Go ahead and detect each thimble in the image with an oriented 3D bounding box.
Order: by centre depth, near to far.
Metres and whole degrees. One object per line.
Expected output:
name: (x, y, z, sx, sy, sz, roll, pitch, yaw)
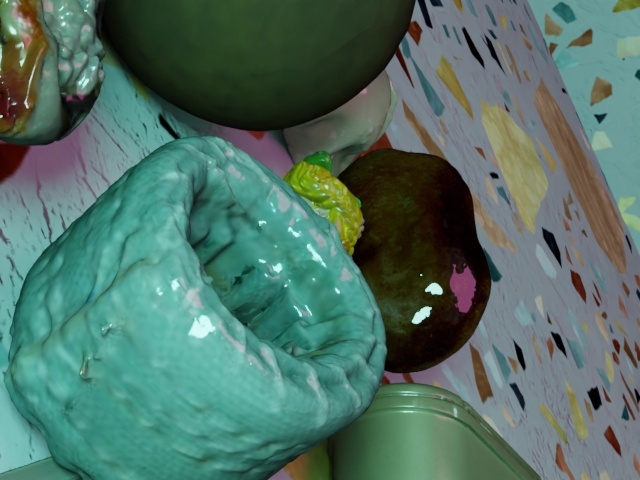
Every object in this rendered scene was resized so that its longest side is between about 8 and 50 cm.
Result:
thimble: (-0.075, 0.051, 0.737, 0.198, 0.143, 0.235, 55, 22, 12)

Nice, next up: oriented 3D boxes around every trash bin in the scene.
trash bin: (0.097, 0.267, 0.955, 0.243, 0.121, 0.247, 46, 32, -37)

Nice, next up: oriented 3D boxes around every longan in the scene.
longan: (-0.049, -0.203, 0.951, 0.258, 0.258, 0.258, 46, 30, -37)

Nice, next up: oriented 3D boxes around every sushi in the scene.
sushi: (-0.192, -0.174, 0.767, 0.130, 0.124, 0.332, 39, 36, -46)

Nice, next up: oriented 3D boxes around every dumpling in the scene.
dumpling: (0.011, -0.113, 1.194, 0.169, 0.100, 0.134, -28, 132, -81)

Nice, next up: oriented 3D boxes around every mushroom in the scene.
mushroom: (0.096, 0.050, 1.180, 0.217, 0.148, 0.227, 62, 25, -54)

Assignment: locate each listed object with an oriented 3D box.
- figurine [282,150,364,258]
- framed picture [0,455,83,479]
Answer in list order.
figurine: (0.000, 0.000, 1.031, 0.115, 0.095, 0.156, 46, 32, -14)
framed picture: (-0.075, 0.254, 0.728, 0.232, 0.019, 0.296, -4, 72, -65)
